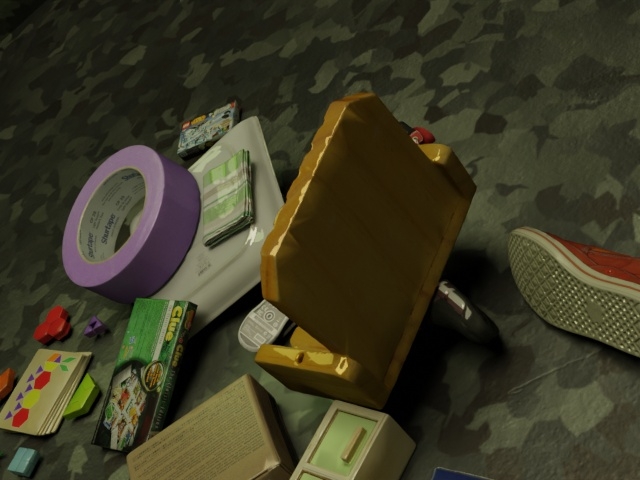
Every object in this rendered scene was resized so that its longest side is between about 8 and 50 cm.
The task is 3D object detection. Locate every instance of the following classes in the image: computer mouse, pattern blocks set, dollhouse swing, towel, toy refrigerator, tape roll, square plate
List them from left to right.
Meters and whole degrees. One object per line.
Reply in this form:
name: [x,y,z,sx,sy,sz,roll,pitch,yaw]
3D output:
pattern blocks set: [-0.503,0.273,1.982,0.285,0.026,0.325,10,60,45]
tape roll: [-0.342,-0.029,1.952,0.274,0.090,0.275,-24,52,35]
square plate: [-0.211,-0.014,1.917,0.347,0.049,0.344,-39,44,22]
towel: [-0.163,-0.074,1.849,0.113,0.023,0.152,-29,49,29]
computer mouse: [-0.057,0.104,1.760,0.106,0.042,0.193,37,79,29]
dollhouse swing: [0.000,0.000,1.470,0.315,0.305,0.347,0,61,54]
toy refrigerator: [0.009,0.350,1.429,0.102,0.094,0.269,9,58,44]

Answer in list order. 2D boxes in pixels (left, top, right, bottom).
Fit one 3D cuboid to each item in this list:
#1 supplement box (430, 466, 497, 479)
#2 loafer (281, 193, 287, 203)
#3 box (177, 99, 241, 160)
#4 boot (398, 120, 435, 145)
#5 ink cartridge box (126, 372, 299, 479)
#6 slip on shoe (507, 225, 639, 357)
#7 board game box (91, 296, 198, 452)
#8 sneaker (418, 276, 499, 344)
supplement box: [0.167,0.450,1.120,0.195,0.194,0.357,5,57,42]
loafer: [-0.086,-0.043,1.897,0.096,0.084,0.267,-47,36,-9]
box: [-0.229,-0.227,2.244,0.137,0.027,0.094,-20,44,24]
boot: [0.121,-0.105,1.791,0.176,0.088,0.244,-31,35,10]
ink cartridge box: [-0.155,0.337,1.583,0.234,0.088,0.193,-34,40,7]
slip on shoe: [0.363,0.060,1.424,0.101,0.123,0.331,-18,25,-26]
board game box: [-0.292,0.222,1.803,0.136,0.030,0.260,1,69,43]
sneaker: [0.131,0.123,1.563,0.162,0.106,0.281,-50,30,-1]
